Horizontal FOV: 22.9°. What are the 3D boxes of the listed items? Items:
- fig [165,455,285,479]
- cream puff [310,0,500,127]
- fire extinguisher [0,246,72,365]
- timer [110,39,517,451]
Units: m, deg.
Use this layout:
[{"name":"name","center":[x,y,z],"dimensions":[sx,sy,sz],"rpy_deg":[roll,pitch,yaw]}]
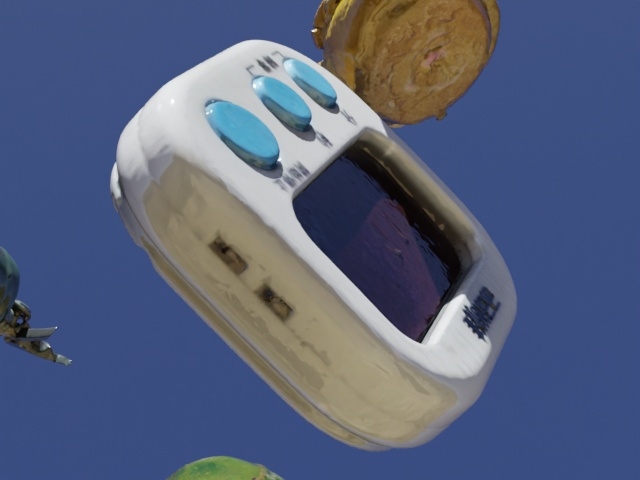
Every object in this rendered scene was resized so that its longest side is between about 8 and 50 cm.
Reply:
[{"name":"fig","center":[-0.097,0.308,1.634],"dimensions":[0.195,0.195,0.245],"rpy_deg":[-4,-26,-7]},{"name":"cream puff","center":[0.076,-0.194,1.467],"dimensions":[0.189,0.129,0.189],"rpy_deg":[-16,-44,-16]},{"name":"fire extinguisher","center":[-0.299,0.007,1.183],"dimensions":[0.294,0.118,0.093],"rpy_deg":[50,-124,-41]},{"name":"timer","center":[0.000,-0.001,0.899],"dimensions":[0.237,0.262,0.087],"rpy_deg":[47,-67,-2]}]
